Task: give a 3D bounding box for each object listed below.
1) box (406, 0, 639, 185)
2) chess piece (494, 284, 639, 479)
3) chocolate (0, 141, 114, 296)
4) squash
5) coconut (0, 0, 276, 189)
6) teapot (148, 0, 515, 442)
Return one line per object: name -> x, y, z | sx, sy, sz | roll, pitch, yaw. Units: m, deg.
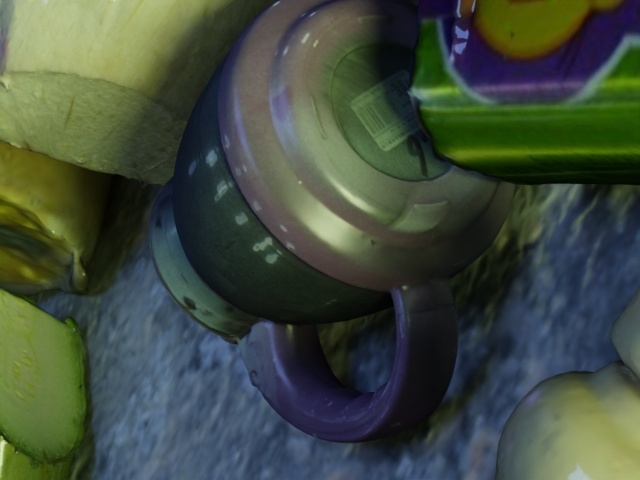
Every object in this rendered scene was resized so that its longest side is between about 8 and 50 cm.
box -> 0.166, -0.077, 0.510 | 0.345, 0.097, 0.134 | 2, 80, 56
chess piece -> 0.035, 0.157, 0.532 | 0.397, 0.117, 0.117 | -55, 33, 13
chocolate -> -0.151, -0.196, 0.992 | 0.162, 0.162, 0.446 | -16, 55, 51
squash -> -0.148, 0.108, 0.871 | 0.075, 0.090, 0.200 | -8, 72, 19
coconut -> -0.061, -0.121, 0.801 | 0.194, 0.194, 0.194 | -34, 43, 40
teapot -> 0.005, -0.007, 0.713 | 0.116, 0.148, 0.146 | -42, 2, -37
